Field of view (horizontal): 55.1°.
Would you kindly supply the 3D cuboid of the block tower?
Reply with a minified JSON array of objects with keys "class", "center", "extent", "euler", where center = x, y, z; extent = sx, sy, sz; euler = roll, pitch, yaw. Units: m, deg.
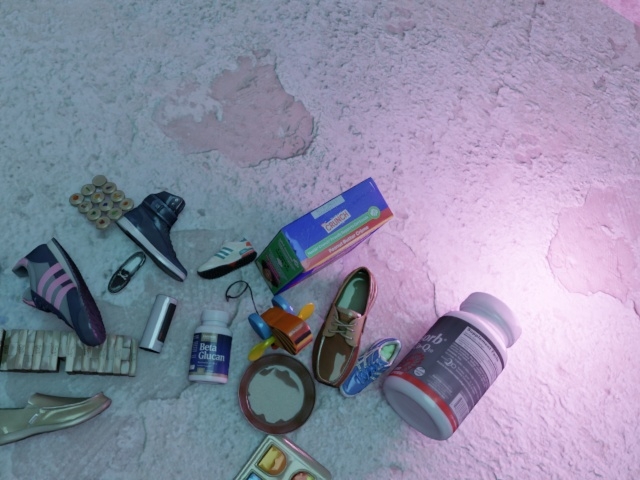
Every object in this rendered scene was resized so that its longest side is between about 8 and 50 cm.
[{"class":"block tower","center":[-0.589,0.255,1.388],"extent":[0.336,0.097,0.090],"euler":[6,73,-16]}]

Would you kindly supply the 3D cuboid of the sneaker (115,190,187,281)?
[{"class":"sneaker","center":[-0.376,-0.020,1.541],"extent":[0.226,0.086,0.163],"euler":[46,69,2]}]

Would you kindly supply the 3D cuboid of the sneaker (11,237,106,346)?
[{"class":"sneaker","center":[-0.591,0.137,1.383],"extent":[0.131,0.112,0.319],"euler":[-32,55,-14]}]

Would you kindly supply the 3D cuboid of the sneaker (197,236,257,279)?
[{"class":"sneaker","center":[-0.249,0.042,1.584],"extent":[0.161,0.057,0.075],"euler":[-23,61,-18]}]

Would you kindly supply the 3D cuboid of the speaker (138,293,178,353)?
[{"class":"speaker","center":[-0.392,0.203,1.483],"extent":[0.055,0.055,0.136],"euler":[19,68,-10]}]

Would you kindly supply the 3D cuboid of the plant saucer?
[{"class":"plant saucer","center":[-0.108,0.380,1.518],"extent":[0.199,0.036,0.198],"euler":[6,68,-15]}]

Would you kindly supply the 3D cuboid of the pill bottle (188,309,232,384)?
[{"class":"pill bottle","center":[-0.263,0.258,1.482],"extent":[0.094,0.094,0.169],"euler":[8,71,-14]}]

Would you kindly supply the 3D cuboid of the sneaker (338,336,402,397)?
[{"class":"sneaker","center":[0.127,0.320,1.585],"extent":[0.211,0.081,0.080],"euler":[-43,90,-22]}]

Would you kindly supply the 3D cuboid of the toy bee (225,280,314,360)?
[{"class":"toy bee","center":[-0.100,0.209,1.505],"extent":[0.195,0.298,0.162],"euler":[-26,122,-3]}]

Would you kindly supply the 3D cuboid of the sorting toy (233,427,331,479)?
[{"class":"sorting toy","center":[-0.099,0.586,1.458],"extent":[0.193,0.038,0.208],"euler":[39,67,-1]}]

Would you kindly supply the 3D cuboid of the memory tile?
[{"class":"memory tile","center":[-0.545,-0.097,1.526],"extent":[0.148,0.012,0.113],"euler":[37,65,23]}]

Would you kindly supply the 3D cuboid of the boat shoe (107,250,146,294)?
[{"class":"boat shoe","center":[-0.476,0.078,1.506],"extent":[0.046,0.038,0.125],"euler":[41,67,-1]}]

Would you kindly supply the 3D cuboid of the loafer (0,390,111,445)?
[{"class":"loafer","center":[-0.600,0.375,1.342],"extent":[0.269,0.102,0.092],"euler":[-13,83,-19]}]

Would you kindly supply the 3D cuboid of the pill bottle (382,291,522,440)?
[{"class":"pill bottle","center":[0.348,0.314,1.583],"extent":[0.210,0.210,0.363],"euler":[47,66,2]}]

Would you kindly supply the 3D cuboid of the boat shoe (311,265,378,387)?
[{"class":"boat shoe","center":[0.059,0.207,1.566],"extent":[0.123,0.120,0.324],"euler":[15,65,10]}]

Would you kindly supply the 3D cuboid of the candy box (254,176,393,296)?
[{"class":"candy box","center":[0.000,0.000,1.519],"extent":[0.268,0.317,0.122],"euler":[-30,84,-22]}]
